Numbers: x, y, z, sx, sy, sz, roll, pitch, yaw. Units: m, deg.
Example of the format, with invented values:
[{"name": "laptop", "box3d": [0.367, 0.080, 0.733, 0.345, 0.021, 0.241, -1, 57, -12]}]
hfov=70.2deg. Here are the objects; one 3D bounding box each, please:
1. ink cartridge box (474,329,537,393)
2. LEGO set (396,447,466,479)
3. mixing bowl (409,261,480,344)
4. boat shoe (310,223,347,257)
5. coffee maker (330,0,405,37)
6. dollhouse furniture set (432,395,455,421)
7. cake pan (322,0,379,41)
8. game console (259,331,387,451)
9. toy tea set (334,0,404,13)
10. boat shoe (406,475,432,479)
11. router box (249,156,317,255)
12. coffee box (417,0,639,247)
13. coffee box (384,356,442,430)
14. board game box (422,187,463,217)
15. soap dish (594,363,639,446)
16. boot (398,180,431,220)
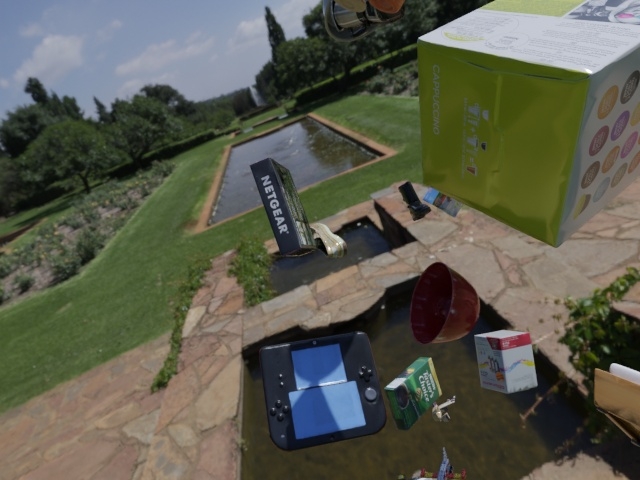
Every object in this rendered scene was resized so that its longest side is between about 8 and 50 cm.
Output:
[{"name": "ink cartridge box", "box3d": [0.602, 0.392, 1.486, 0.127, 0.176, 0.128, -5, -5, -22]}, {"name": "LEGO set", "box3d": [0.286, 0.605, 1.101, 0.182, 0.060, 0.244, -19, 8, -21]}, {"name": "mixing bowl", "box3d": [0.279, 0.144, 0.988, 0.098, 0.181, 0.181, 14, 15, -13]}, {"name": "boat shoe", "box3d": [0.000, 0.000, 1.274, 0.072, 0.068, 0.190, -15, 22, -22]}, {"name": "coffee maker", "box3d": [0.144, -0.671, 1.283, 0.178, 0.120, 0.171, 15, 65, 42]}, {"name": "dollhouse furniture set", "box3d": [0.433, 0.584, 1.549, 0.081, 0.091, 0.114, -33, -3, 18]}, {"name": "cake pan", "box3d": [0.131, -0.793, 1.493, 0.293, 0.054, 0.293, -26, -19, -10]}, {"name": "game console", "box3d": [0.007, 0.492, 1.513, 0.387, 0.342, 0.060, -6, -24, -11]}, {"name": "toy tea set", "box3d": [0.068, -0.586, 0.903, 0.200, 0.124, 0.336, 25, 6, 30]}, {"name": "boat shoe", "box3d": [0.272, 0.746, 1.375, 0.142, 0.049, 0.040, -5, -10, -18]}, {"name": "router box", "box3d": [-0.067, -0.060, 0.874, 0.046, 0.179, 0.133, -21, -7, 10]}, {"name": "coffee box", "box3d": [0.425, -0.257, 0.888, 0.334, 0.337, 0.338, -33, 44, -21]}, {"name": "coffee box", "box3d": [0.243, 0.391, 1.179, 0.040, 0.113, 0.184, -14, 3, 44]}, {"name": "board game box", "box3d": [0.395, -0.162, 1.355, 0.039, 0.160, 0.211, 35, 12, 32]}, {"name": "soap dish", "box3d": [0.790, 0.420, 1.043, 0.118, 0.291, 0.229, -56, 26, -8]}, {"name": "boot", "box3d": [0.238, -0.105, 1.165, 0.045, 0.099, 0.121, -22, -7, 1]}]
